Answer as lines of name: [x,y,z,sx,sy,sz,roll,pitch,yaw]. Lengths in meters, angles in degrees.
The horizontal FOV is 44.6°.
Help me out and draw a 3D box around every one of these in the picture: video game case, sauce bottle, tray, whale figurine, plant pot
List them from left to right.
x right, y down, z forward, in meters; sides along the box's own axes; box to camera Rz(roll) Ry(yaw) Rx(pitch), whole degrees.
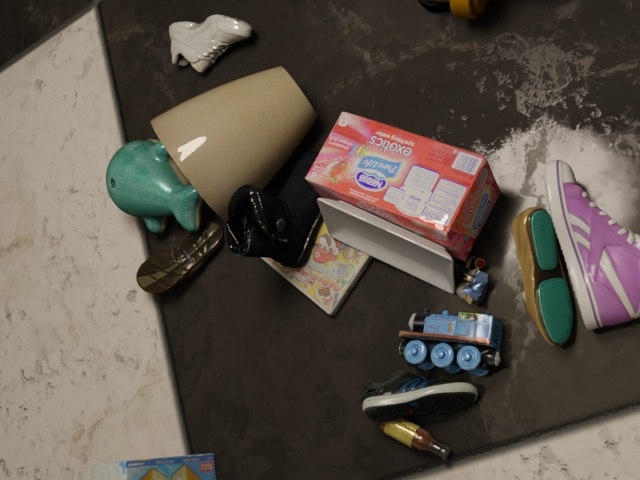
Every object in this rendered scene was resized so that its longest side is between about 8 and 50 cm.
whale figurine: [-0.358,-0.110,1.667,0.272,0.141,0.216,34,121,39]
plant pot: [-0.153,-0.219,1.569,0.274,0.256,0.256,-37,63,1]
video game case: [0.000,0.000,1.542,0.227,0.026,0.206,37,99,29]
tray: [0.123,0.002,1.394,0.270,0.145,0.030,26,71,22]
sauce bottle: [0.165,0.344,1.368,0.128,0.042,0.042,24,92,32]

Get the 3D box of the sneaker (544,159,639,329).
sneaker: [0.464,-0.012,1.251,0.161,0.102,0.282,-19,81,21]

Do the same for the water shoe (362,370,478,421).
water shoe: [0.170,0.258,1.363,0.203,0.073,0.080,-10,43,10]

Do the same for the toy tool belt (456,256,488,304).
toy tool belt: [0.270,0.071,1.358,0.052,0.051,0.083,21,92,-2]

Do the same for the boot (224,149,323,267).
boot: [-0.074,-0.074,1.465,0.094,0.207,0.246,15,86,32]

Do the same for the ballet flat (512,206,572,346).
ballet flat: [0.367,0.061,1.303,0.073,0.080,0.232,161,104,-64]

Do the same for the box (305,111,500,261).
box: [0.147,-0.098,1.398,0.300,0.142,0.154,22,78,30]

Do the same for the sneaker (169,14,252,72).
sneaker: [-0.244,-0.433,1.744,0.232,0.090,0.115,1,87,38]

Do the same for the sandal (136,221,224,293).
sandal: [-0.296,0.041,1.685,0.219,0.060,0.090,-39,69,1]

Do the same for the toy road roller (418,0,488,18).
toy road roller: [0.290,-0.566,1.407,0.240,0.202,0.330,13,91,18]

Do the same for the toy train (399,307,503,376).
toy train: [0.225,0.173,1.353,0.184,0.080,0.105,2,71,32]

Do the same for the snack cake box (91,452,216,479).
snack cake box: [-0.305,0.489,1.470,0.089,0.264,0.152,-16,72,25]
